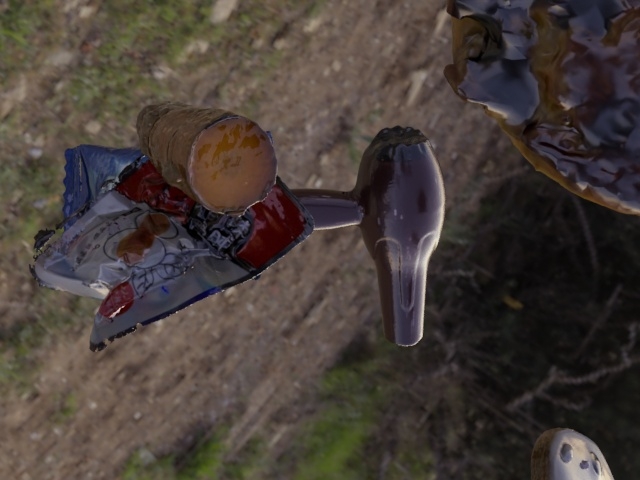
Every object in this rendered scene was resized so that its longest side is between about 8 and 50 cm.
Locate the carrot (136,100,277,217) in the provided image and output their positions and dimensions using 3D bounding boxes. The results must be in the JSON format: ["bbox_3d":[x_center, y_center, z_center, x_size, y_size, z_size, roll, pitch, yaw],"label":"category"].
[{"bbox_3d":[-0.131,-0.099,1.221,0.102,0.263,0.101,-8,109,-24],"label":"carrot"}]

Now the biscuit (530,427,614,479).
[{"bbox_3d":[0.336,0.326,1.572,0.181,0.049,0.208,63,32,-5],"label":"biscuit"}]

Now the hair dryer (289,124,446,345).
[{"bbox_3d":[0.000,0.000,1.685,0.341,0.123,0.312,-1,114,-8],"label":"hair dryer"}]

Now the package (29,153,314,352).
[{"bbox_3d":[-0.164,-0.003,1.302,0.269,0.194,0.071,-37,169,-21],"label":"package"}]

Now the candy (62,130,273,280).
[{"bbox_3d":[-0.200,-0.038,1.517,0.077,0.331,0.187,13,76,-59],"label":"candy"}]

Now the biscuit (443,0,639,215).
[{"bbox_3d":[0.215,-0.166,0.644,0.334,0.289,0.081,-58,179,32],"label":"biscuit"}]
